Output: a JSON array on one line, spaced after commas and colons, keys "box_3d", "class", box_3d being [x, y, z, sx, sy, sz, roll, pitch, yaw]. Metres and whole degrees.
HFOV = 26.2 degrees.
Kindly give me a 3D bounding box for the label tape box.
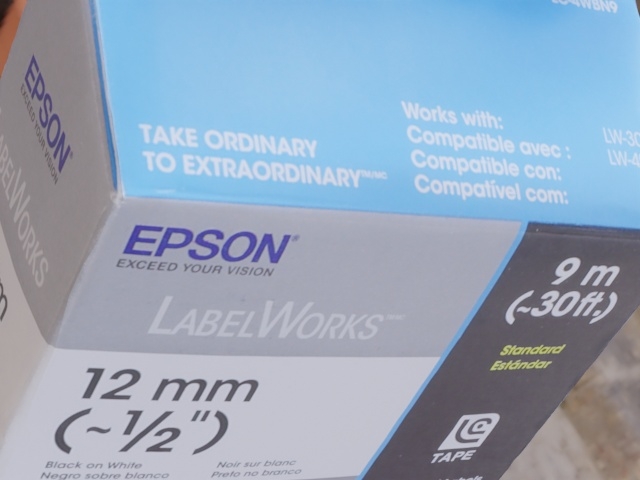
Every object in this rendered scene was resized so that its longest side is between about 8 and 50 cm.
[{"box_3d": [0.000, 0.000, 0.530, 0.249, 0.348, 0.115, 3, 45, -33], "class": "label tape box"}]
